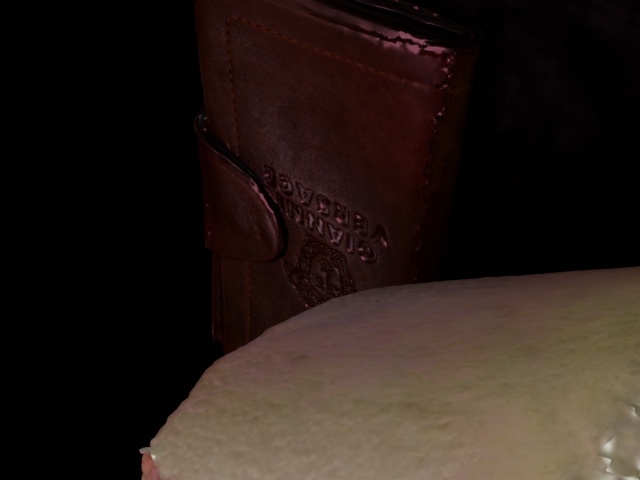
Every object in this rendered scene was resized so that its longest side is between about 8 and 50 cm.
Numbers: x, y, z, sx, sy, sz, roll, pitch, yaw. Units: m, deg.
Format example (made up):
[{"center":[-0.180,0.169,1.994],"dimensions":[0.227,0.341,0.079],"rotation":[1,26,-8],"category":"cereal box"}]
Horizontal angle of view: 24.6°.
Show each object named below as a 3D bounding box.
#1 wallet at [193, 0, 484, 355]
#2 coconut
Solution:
[{"center":[0.000,0.000,0.653],"dimensions":[0.137,0.031,0.255],"rotation":[26,134,27],"category":"wallet"},{"center":[0.073,0.156,0.511],"dimensions":[0.309,0.297,0.297],"rotation":[-14,109,45],"category":"coconut"}]
